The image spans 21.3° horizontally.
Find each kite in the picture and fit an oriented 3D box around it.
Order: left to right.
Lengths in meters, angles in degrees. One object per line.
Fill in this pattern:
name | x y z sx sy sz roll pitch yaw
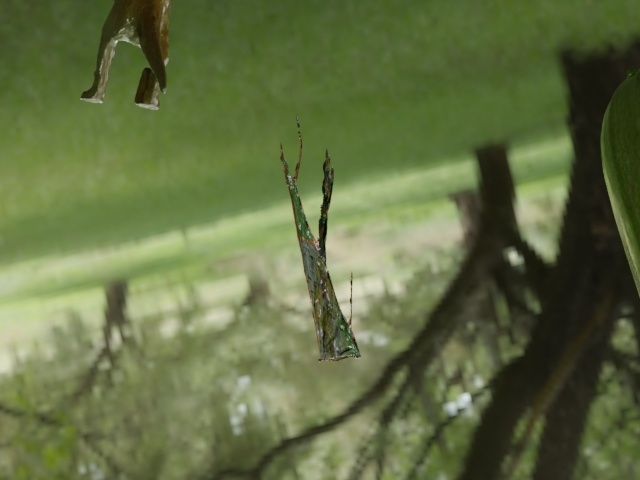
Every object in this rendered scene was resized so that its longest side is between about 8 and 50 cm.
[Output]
kite | 0.000 0.000 1.180 0.006 0.198 0.244 -13 -145 10

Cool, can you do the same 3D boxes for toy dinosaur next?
toy dinosaur | -0.104 -0.142 1.023 0.039 0.126 0.162 10 176 -22

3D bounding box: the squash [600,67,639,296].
squash | 0.164 0.035 0.656 0.069 0.239 0.069 -15 161 -5
